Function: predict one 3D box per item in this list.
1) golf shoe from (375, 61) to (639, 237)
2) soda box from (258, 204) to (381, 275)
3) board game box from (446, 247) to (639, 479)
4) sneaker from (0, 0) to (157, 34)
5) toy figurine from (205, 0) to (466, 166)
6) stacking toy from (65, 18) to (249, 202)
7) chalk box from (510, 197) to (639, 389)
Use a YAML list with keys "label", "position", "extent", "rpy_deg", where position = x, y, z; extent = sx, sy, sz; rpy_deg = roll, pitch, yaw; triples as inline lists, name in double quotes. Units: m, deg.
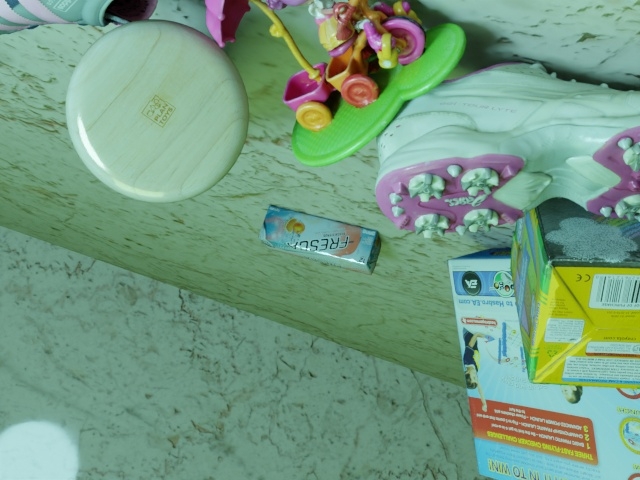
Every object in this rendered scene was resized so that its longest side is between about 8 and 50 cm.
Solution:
- label: "golf shoe"
  position: [0.190, -0.088, 0.578]
  extent: [0.306, 0.140, 0.115]
  rpy_deg: [-3, 146, -2]
- label: "soda box"
  position: [0.000, 0.000, 1.188]
  extent: [0.183, 0.058, 0.063]
  rpy_deg: [13, 165, 16]
- label: "board game box"
  position: [0.313, 0.161, 0.927]
  extent: [0.086, 0.302, 0.308]
  rpy_deg: [-12, -174, -35]
- label: "sneaker"
  position: [-0.210, -0.203, 0.610]
  extent: [0.131, 0.112, 0.319]
  rpy_deg: [29, 163, -32]
- label: "toy figurine"
  position: [-0.007, -0.160, 0.560]
  extent: [0.173, 0.130, 0.159]
  rpy_deg: [-21, 133, 38]
- label: "stacking toy"
  position: [-0.146, -0.121, 0.732]
  extent: [0.141, 0.141, 0.330]
  rpy_deg: [21, -175, -11]
- label: "chalk box"
  position: [0.244, 0.011, 0.673]
  extent: [0.132, 0.213, 0.132]
  rpy_deg: [2, 124, 8]
